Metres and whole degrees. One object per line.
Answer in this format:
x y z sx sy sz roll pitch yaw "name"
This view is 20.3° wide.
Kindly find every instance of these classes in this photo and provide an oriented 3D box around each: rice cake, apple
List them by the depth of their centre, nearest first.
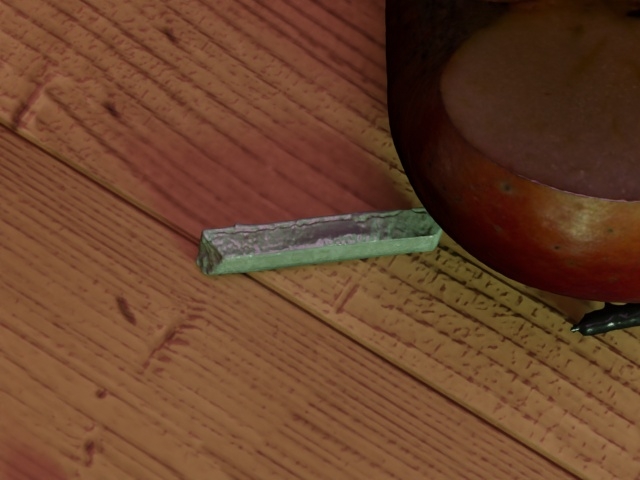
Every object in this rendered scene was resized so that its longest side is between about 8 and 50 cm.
0.218 -0.128 1.170 0.364 0.295 0.329 -8 90 -11 "apple"
0.000 0.000 1.218 0.170 0.033 0.029 -5 66 -9 "rice cake"

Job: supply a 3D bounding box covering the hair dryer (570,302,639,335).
0.350 0.081 1.210 0.359 0.120 0.304 -4 80 3 "hair dryer"
